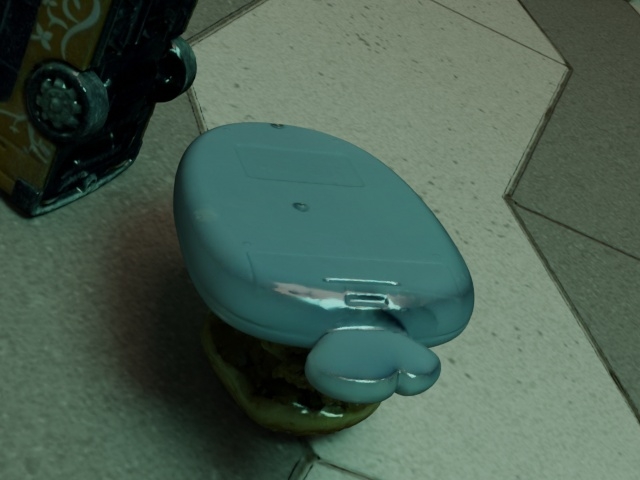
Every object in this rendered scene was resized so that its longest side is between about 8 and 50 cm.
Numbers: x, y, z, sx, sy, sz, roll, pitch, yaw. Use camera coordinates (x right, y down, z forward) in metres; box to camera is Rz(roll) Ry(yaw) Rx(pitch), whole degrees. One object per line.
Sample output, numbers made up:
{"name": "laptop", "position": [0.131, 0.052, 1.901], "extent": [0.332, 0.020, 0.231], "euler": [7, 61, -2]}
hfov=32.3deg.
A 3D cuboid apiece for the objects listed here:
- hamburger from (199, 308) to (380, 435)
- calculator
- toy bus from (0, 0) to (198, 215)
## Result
{"name": "hamburger", "position": [-0.006, 0.055, 0.810], "extent": [0.159, 0.131, 0.185], "euler": [21, 30, 13]}
{"name": "calculator", "position": [0.000, 0.000, 0.729], "extent": [0.188, 0.042, 0.302], "euler": [4, 29, -21]}
{"name": "toy bus", "position": [-0.185, -0.200, 0.823], "extent": [0.194, 0.323, 0.162], "euler": [35, 32, 9]}
